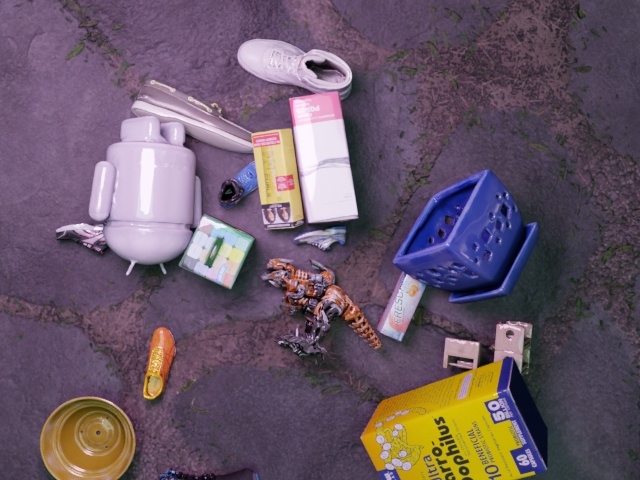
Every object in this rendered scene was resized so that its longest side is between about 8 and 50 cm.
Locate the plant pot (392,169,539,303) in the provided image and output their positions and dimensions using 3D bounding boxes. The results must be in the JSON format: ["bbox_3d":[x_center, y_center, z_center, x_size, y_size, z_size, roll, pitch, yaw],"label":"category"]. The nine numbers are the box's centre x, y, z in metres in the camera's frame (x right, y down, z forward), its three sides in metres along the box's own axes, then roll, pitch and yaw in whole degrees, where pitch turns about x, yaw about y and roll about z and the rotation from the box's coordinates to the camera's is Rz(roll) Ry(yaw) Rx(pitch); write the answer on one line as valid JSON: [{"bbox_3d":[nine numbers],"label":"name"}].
[{"bbox_3d":[0.347,0.010,1.477,0.212,0.236,0.236,39,66,-11],"label":"plant pot"}]

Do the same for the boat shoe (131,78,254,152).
[{"bbox_3d":[-0.288,-0.294,1.522,0.305,0.109,0.091,19,75,-9],"label":"boat shoe"}]

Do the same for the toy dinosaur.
[{"bbox_3d":[-0.003,0.169,1.526,0.322,0.164,0.218,25,72,18],"label":"toy dinosaur"}]

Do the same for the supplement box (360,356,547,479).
[{"bbox_3d":[0.306,0.437,1.449,0.356,0.195,0.194,-26,91,23],"label":"supplement box"}]

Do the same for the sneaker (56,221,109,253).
[{"bbox_3d":[-0.543,-0.004,1.528,0.178,0.072,0.077,-3,92,-2],"label":"sneaker"}]

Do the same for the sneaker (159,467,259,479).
[{"bbox_3d":[-0.315,0.606,1.514,0.340,0.125,0.140,-21,86,-5],"label":"sneaker"}]

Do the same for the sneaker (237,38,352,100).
[{"bbox_3d":[-0.060,-0.422,1.507,0.292,0.169,0.108,17,91,-2],"label":"sneaker"}]

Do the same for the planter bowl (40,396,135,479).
[{"bbox_3d":[-0.539,0.468,1.517,0.217,0.090,0.217,0,91,-3],"label":"planter bowl"}]

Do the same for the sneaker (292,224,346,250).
[{"bbox_3d":[0.000,0.000,1.568,0.135,0.052,0.058,-10,95,-3],"label":"sneaker"}]

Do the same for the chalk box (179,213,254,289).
[{"bbox_3d":[-0.234,0.024,1.470,0.132,0.213,0.132,26,90,-6],"label":"chalk box"}]

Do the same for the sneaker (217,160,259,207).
[{"bbox_3d":[-0.188,-0.138,1.540,0.152,0.084,0.058,-42,92,-3],"label":"sneaker"}]

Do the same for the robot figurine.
[{"bbox_3d":[-0.388,-0.098,1.452,0.199,0.300,0.354,2,90,41],"label":"robot figurine"}]

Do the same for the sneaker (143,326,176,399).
[{"bbox_3d":[-0.388,0.297,1.538,0.064,0.067,0.175,5,88,-2],"label":"sneaker"}]

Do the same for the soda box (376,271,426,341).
[{"bbox_3d":[0.204,0.153,1.572,0.058,0.063,0.183,24,88,-5],"label":"soda box"}]

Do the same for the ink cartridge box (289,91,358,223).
[{"bbox_3d":[0.005,-0.180,1.489,0.117,0.207,0.283,-9,90,-2],"label":"ink cartridge box"}]

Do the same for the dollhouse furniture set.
[{"bbox_3d":[0.414,0.257,1.574,0.183,0.129,0.129,5,89,26],"label":"dollhouse furniture set"}]

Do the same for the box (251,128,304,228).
[{"bbox_3d":[-0.101,-0.146,1.529,0.087,0.058,0.232,-2,99,27],"label":"box"}]
